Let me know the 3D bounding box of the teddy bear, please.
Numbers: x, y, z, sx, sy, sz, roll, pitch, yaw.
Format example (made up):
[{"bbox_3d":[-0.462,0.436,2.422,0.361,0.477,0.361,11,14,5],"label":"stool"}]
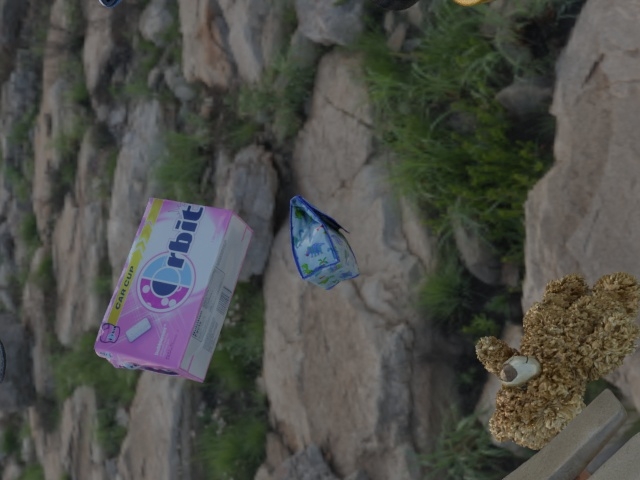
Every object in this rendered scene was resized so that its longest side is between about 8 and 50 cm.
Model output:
[{"bbox_3d":[0.351,0.150,1.253,0.245,0.338,0.113,18,141,54],"label":"teddy bear"}]

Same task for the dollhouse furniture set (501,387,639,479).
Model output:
[{"bbox_3d":[0.234,0.185,0.461,0.262,0.259,0.135,44,99,2],"label":"dollhouse furniture set"}]

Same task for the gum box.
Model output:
[{"bbox_3d":[-0.157,0.056,0.912,0.107,0.062,0.188,9,71,23],"label":"gum box"}]

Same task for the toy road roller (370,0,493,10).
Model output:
[{"bbox_3d":[0.159,-0.442,0.989,0.202,0.241,0.329,170,86,-73],"label":"toy road roller"}]

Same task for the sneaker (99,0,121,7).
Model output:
[{"bbox_3d":[-0.251,-0.383,1.017,0.082,0.069,0.209,-98,15,-47],"label":"sneaker"}]

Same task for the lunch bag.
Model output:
[{"bbox_3d":[0.000,0.000,1.534,0.096,0.129,0.151,-26,69,11],"label":"lunch bag"}]

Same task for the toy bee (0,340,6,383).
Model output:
[{"bbox_3d":[-0.419,0.006,0.761,0.298,0.162,0.195,32,118,39],"label":"toy bee"}]
